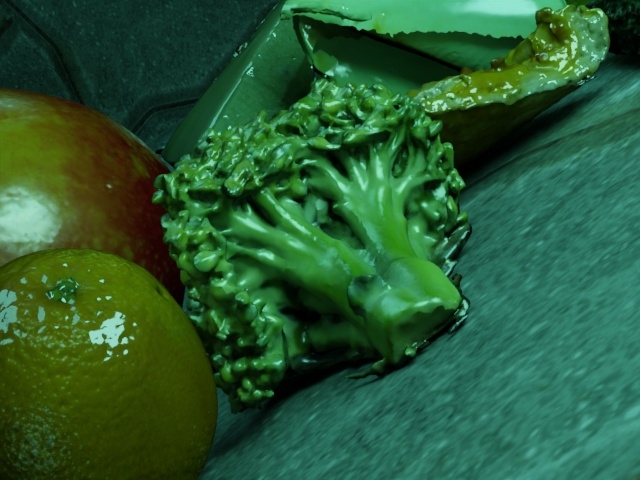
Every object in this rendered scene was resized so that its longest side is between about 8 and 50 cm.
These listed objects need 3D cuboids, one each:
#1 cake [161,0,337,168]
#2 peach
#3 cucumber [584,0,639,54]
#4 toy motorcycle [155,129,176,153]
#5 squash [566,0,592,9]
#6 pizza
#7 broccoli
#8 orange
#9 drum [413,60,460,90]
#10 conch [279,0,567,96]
[{"bbox_3d":[-0.007,-0.133,1.452,0.283,0.158,0.172,-52,16,7],"label":"cake"},{"bbox_3d":[-0.301,0.032,1.401,0.388,0.388,0.388,-37,11,8],"label":"peach"},{"bbox_3d":[0.262,-0.175,1.148,0.067,0.067,0.293,-40,8,-11],"label":"cucumber"},{"bbox_3d":[-0.039,-0.133,1.664,0.307,0.173,0.108,-43,13,-31],"label":"toy motorcycle"},{"bbox_3d":[0.211,-0.216,1.426,0.331,0.087,0.087,-30,14,44],"label":"squash"},{"bbox_3d":[0.076,-0.078,1.237,0.365,0.074,0.182,-36,-13,33],"label":"pizza"},{"bbox_3d":[-0.011,-0.011,1.048,0.242,0.180,0.273,-39,11,-8],"label":"broccoli"},{"bbox_3d":[-0.162,0.103,0.995,0.206,0.206,0.206,-37,11,8],"label":"orange"},{"bbox_3d":[0.070,-0.076,1.392,0.049,0.130,0.253,94,-167,-70],"label":"drum"},{"bbox_3d":[0.105,-0.165,1.330,0.250,0.137,0.143,-19,-33,-1],"label":"conch"}]
